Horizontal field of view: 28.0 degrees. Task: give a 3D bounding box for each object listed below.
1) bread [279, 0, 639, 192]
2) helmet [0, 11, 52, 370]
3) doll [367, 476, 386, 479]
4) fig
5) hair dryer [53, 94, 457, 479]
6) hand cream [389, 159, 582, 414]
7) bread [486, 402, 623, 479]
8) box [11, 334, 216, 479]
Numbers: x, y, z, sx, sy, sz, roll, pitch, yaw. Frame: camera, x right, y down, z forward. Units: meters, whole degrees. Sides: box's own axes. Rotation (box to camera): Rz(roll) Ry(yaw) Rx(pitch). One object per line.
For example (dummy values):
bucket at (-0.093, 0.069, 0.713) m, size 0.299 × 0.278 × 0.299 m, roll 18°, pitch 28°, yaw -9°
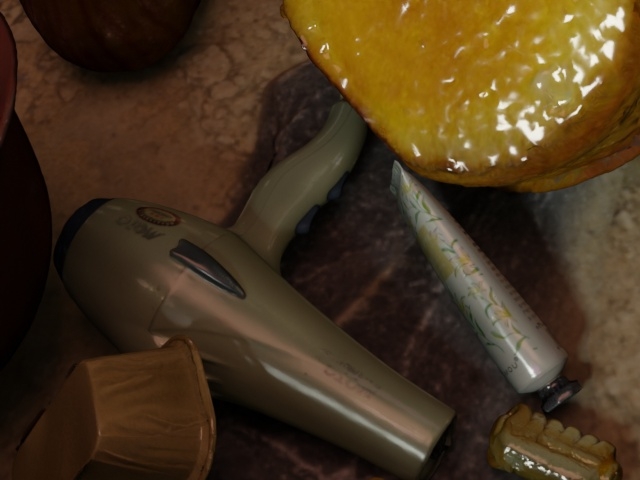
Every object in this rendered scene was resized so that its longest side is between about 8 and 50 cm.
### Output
bread at (0.122, -0.179, 0.874) m, size 0.312 × 0.312 × 0.172 m, roll 22°, pitch 22°, yaw 24°
helmet at (-0.314, 0.017, 0.873) m, size 0.385 × 0.230 × 0.337 m, roll -16°, pitch 51°, yaw 14°
doll at (-0.035, 0.190, 0.802) m, size 0.179 × 0.102 × 0.088 m, roll -25°, pitch 96°, yaw -4°
fig at (-0.185, -0.246, 1.029) m, size 0.175 × 0.207 × 0.175 m, roll -12°, pitch 56°, yaw 18°
hair dryer at (0.007, 0.034, 0.892) m, size 0.298 × 0.119 × 0.296 m, roll -30°, pitch 63°, yaw -22°
hand cream at (0.103, 0.031, 0.865) m, size 0.042 × 0.067 × 0.194 m, roll -36°, pitch 76°, yaw -5°
bread at (0.150, 0.139, 0.821) m, size 0.088 × 0.033 × 0.049 m, roll 20°, pitch 50°, yaw 18°
box at (-0.124, 0.137, 0.809) m, size 0.111 × 0.177 × 0.111 m, roll 23°, pitch 40°, yaw -21°
